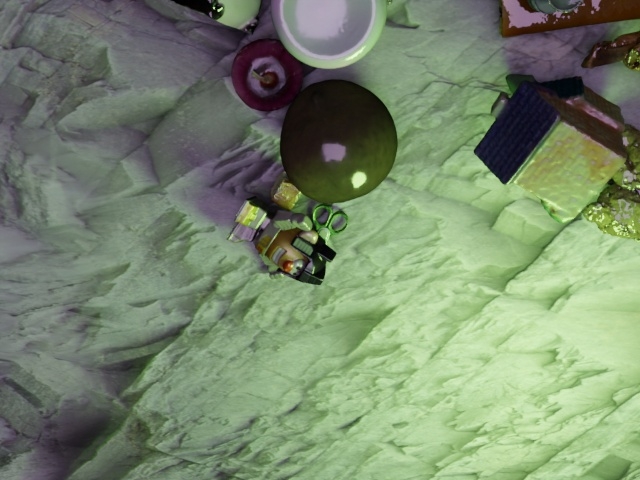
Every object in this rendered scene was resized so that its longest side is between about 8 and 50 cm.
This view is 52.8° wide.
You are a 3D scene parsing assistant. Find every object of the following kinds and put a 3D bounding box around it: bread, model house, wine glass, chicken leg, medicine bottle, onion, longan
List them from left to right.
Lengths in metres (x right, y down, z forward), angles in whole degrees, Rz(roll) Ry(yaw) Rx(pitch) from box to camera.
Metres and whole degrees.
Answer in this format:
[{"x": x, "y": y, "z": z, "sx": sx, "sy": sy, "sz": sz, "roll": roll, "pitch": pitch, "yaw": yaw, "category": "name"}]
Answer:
[{"x": -0.128, "y": -0.401, "z": 1.569, "sx": 0.177, "sy": 0.153, "sz": 0.177, "roll": -20, "pitch": 130, "yaw": -25, "category": "onion"}, {"x": -0.088, "y": -0.133, "z": 1.714, "sx": 0.070, "sy": 0.077, "sz": 0.083, "roll": 28, "pitch": 112, "yaw": -18, "category": "bread"}, {"x": 0.027, "y": -0.518, "z": 1.422, "sx": 0.241, "sy": 0.302, "sz": 0.241, "roll": 2, "pitch": 113, "yaw": 5, "category": "medicine bottle"}, {"x": 0.042, "y": -0.239, "z": 1.553, "sx": 0.297, "sy": 0.297, "sz": 0.297, "roll": 2, "pitch": 112, "yaw": 5, "category": "longan"}, {"x": 0.512, "y": -0.249, "z": 1.484, "sx": 0.280, "sy": 0.312, "sz": 0.245, "roll": 29, "pitch": 127, "yaw": -2, "category": "model house"}, {"x": 0.488, "y": -0.517, "z": 1.351, "sx": 0.079, "sy": 0.195, "sz": 0.079, "roll": 2, "pitch": 110, "yaw": 4, "category": "wine glass"}, {"x": 0.592, "y": -0.560, "z": 1.471, "sx": 0.361, "sy": 0.077, "sz": 0.138, "roll": -6, "pitch": 110, "yaw": 8, "category": "bread"}, {"x": 0.797, "y": -0.399, "z": 1.461, "sx": 0.409, "sy": 0.182, "sz": 0.295, "roll": -9, "pitch": 133, "yaw": -1, "category": "chicken leg"}]

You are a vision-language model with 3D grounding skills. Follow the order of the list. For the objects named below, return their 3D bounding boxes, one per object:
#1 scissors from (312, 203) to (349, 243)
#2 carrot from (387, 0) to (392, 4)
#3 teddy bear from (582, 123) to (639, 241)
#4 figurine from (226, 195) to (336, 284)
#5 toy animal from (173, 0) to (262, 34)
[{"x": 0.000, "y": 0.000, "z": 1.780, "sx": 0.101, "sy": 0.027, "sz": 0.204, "roll": 25, "pitch": 112, "yaw": -1, "category": "scissors"}, {"x": 0.178, "y": -0.709, "z": 1.460, "sx": 0.069, "sy": 0.069, "sz": 0.336, "roll": 9, "pitch": 109, "yaw": 2, "category": "carrot"}, {"x": 0.782, "y": -0.120, "z": 1.589, "sx": 0.267, "sy": 0.156, "sz": 0.256, "roll": 26, "pitch": 114, "yaw": -6, "category": "teddy bear"}, {"x": -0.097, "y": 0.005, "z": 1.715, "sx": 0.308, "sy": 0.308, "sz": 0.143, "roll": 32, "pitch": 71, "yaw": -7, "category": "figurine"}, {"x": -0.203, "y": -0.649, "z": 1.432, "sx": 0.251, "sy": 0.251, "sz": 0.310, "roll": 24, "pitch": 105, "yaw": -4, "category": "toy animal"}]
